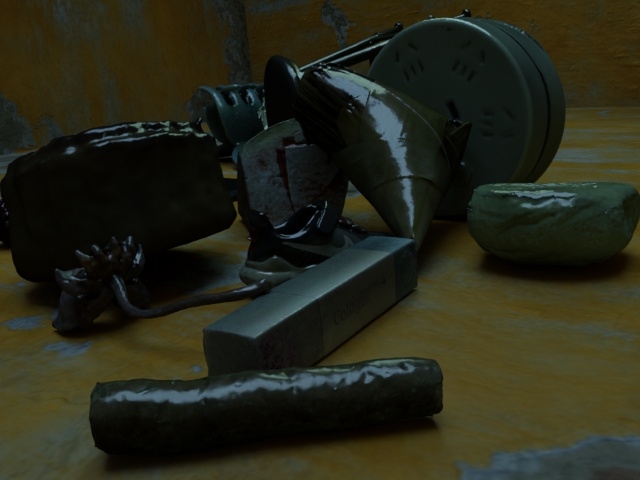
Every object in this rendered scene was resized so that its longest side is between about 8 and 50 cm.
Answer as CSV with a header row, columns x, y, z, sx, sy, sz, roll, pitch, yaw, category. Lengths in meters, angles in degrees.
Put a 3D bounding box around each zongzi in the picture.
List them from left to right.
x,y,z,sx,sy,sz,roll,pitch,yaw,category
0.061,-0.132,0.994,0.289,0.154,0.317,27,34,5,zongzi

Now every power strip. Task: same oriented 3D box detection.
x,y,z,sx,sy,sz,roll,pitch,yaw,category
0.237,-0.227,1.180,0.358,0.357,0.161,8,17,39,power strip

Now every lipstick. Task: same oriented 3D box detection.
x,y,z,sx,sy,sz,roll,pitch,yaw,category
0.007,0.068,0.720,0.068,0.066,0.317,5,18,33,lipstick

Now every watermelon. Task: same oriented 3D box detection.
x,y,z,sx,sy,sz,roll,pitch,yaw,category
-0.038,-0.084,1.216,0.213,0.201,0.261,-9,-26,-13,watermelon

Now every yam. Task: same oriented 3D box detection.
x,y,z,sx,sy,sz,roll,pitch,yaw,category
-0.041,0.128,0.529,0.274,0.061,0.061,-5,15,-5,yam

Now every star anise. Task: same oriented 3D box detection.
x,y,z,sx,sy,sz,roll,pitch,yaw,category
-0.181,0.074,0.752,0.227,0.218,0.148,39,3,35,star anise

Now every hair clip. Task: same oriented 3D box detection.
x,y,z,sx,sy,sz,roll,pitch,yaw,category
-0.204,-0.365,2.067,0.318,0.238,0.392,-13,16,-34,hair clip

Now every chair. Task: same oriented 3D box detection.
x,y,z,sx,sy,sz,roll,pitch,yaw,category
0.098,-0.309,1.560,0.410,0.364,0.362,-14,17,-16,chair

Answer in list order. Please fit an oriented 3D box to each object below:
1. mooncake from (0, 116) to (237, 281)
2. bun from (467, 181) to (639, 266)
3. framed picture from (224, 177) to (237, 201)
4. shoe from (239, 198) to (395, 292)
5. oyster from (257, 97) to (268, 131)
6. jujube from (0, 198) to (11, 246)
x,y,z,sx,sy,sz,roll,pitch,yaw,category
-0.291,-0.063,0.967,0.324,0.187,0.324,-14,6,1,mooncake
0.309,-0.023,0.888,0.221,0.108,0.221,-3,7,0,bun
-0.293,-0.118,1.604,0.339,0.014,0.255,9,21,42,framed picture
0.000,0.000,0.886,0.228,0.112,0.099,-12,15,-19,shoe
-0.053,-0.349,1.907,0.238,0.114,0.351,15,59,6,oyster
-0.534,-0.040,1.238,0.166,0.104,0.104,0,15,1,jujube
